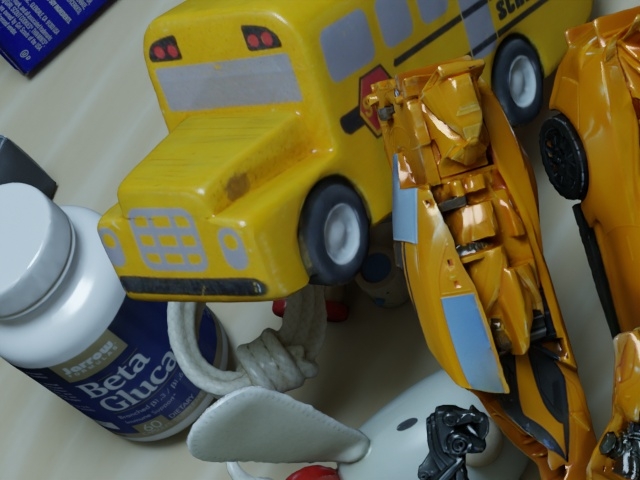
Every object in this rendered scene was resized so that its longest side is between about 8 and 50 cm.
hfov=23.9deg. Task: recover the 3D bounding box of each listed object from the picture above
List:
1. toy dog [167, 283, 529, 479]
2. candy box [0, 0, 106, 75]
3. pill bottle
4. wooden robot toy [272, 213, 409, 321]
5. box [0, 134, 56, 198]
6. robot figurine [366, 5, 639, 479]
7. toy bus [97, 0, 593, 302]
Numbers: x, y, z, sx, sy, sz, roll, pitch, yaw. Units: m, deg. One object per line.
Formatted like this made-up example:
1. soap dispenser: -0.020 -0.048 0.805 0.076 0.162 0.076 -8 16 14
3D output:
1. toy dog: -0.047 0.158 0.721 0.220 0.161 0.333 40 80 -4
2. candy box: -0.182 -0.318 1.044 0.317 0.122 0.268 -43 60 -4
3. pill bottle: -0.130 0.039 0.832 0.094 0.169 0.094 -14 56 22
4. wooden robot toy: 0.000 0.000 0.860 0.173 0.079 0.076 1 67 21
5. box: -0.335 0.064 0.956 0.242 0.076 0.307 12 72 24
6. robot figurine: 0.131 0.047 0.703 0.211 0.085 0.291 -18 93 -17
7. toy bus: 0.021 -0.092 0.781 0.108 0.130 0.333 1 28 39
